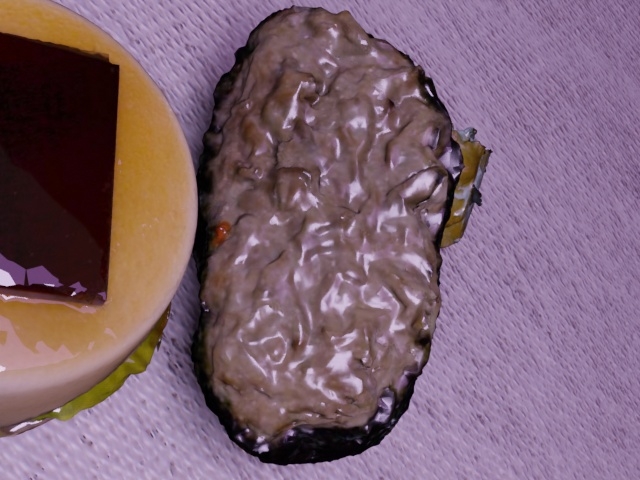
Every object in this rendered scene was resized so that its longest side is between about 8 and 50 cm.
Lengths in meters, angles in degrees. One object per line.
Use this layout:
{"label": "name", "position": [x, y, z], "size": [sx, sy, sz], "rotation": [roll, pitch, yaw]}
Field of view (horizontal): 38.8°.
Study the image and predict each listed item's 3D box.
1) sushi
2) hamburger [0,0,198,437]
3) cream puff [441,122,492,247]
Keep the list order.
{"label": "sushi", "position": [0.000, 0.000, 0.717], "size": [0.211, 0.171, 0.350], "rotation": [8, 76, -4]}
{"label": "hamburger", "position": [-0.222, -0.017, 0.579], "size": [0.302, 0.170, 0.302], "rotation": [12, 68, -32]}
{"label": "cream puff", "position": [0.097, -0.071, 0.886], "size": [0.156, 0.156, 0.121], "rotation": [23, 107, -32]}
